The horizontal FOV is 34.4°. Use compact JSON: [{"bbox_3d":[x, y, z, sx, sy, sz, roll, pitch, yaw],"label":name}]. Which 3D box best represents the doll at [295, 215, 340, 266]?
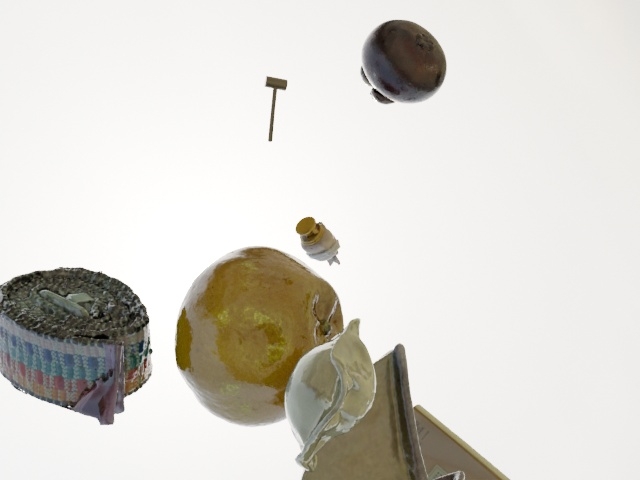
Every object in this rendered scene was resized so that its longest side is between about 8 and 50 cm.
[{"bbox_3d":[0.000,0.000,2.069,0.127,0.073,0.084,52,-149,-40],"label":"doll"}]

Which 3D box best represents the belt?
[{"bbox_3d":[-0.378,0.161,1.614,0.295,0.160,0.207,18,-152,29],"label":"belt"}]

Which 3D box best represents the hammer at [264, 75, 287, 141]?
[{"bbox_3d":[-0.075,-0.209,1.644,0.035,0.019,0.110,8,-108,-13],"label":"hammer"}]

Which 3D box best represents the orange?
[{"bbox_3d":[-0.087,0.144,1.566,0.279,0.235,0.279,4,-90,-66],"label":"orange"}]

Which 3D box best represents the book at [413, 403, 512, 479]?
[{"bbox_3d":[0.271,0.552,2.118,0.389,0.269,0.032,40,-158,11],"label":"book"}]

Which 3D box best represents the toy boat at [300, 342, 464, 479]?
[{"bbox_3d":[0.062,0.331,1.380,0.276,0.111,0.293,-40,-68,-26],"label":"toy boat"}]

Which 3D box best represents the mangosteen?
[{"bbox_3d":[0.114,-0.251,1.508,0.140,0.140,0.140,35,-147,-27],"label":"mangosteen"}]

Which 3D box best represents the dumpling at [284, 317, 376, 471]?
[{"bbox_3d":[0.010,0.172,1.169,0.100,0.169,0.134,42,179,1],"label":"dumpling"}]
